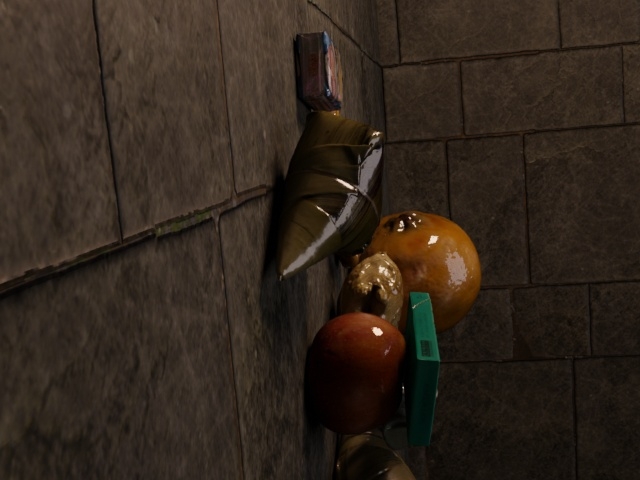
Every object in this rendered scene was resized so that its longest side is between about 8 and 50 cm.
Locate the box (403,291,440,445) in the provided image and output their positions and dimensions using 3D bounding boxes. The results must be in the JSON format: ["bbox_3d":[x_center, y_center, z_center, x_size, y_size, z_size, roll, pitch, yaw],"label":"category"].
[{"bbox_3d":[0.164,0.207,1.336,0.226,0.042,0.161,-83,178,-66],"label":"box"}]

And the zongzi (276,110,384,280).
[{"bbox_3d":[0.000,0.000,1.190,0.274,0.145,0.300,83,25,-56],"label":"zongzi"}]

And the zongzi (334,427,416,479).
[{"bbox_3d":[0.123,0.630,1.527,0.467,0.218,0.500,-107,-163,-63],"label":"zongzi"}]

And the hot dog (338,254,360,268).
[{"bbox_3d":[0.059,-0.010,1.732,0.090,0.060,0.140,51,43,-82],"label":"hot dog"}]

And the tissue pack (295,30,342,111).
[{"bbox_3d":[0.001,-0.295,1.425,0.155,0.065,0.115,-3,88,-82],"label":"tissue pack"}]

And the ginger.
[{"bbox_3d":[0.111,0.202,1.649,0.236,0.166,0.375,-95,170,-50],"label":"ginger"}]

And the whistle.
[{"bbox_3d":[0.149,0.311,1.510,0.346,0.142,0.133,-45,153,-82],"label":"whistle"}]

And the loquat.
[{"bbox_3d":[0.228,0.079,1.946,0.328,0.328,0.328,-3,90,-81],"label":"loquat"}]

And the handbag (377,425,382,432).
[{"bbox_3d":[0.134,0.396,1.949,0.254,0.089,0.211,66,24,-55],"label":"handbag"}]

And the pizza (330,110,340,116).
[{"bbox_3d":[0.011,-0.284,1.583,0.184,0.036,0.176,-85,168,-45],"label":"pizza"}]

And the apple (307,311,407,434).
[{"bbox_3d":[0.066,0.218,1.330,0.201,0.162,0.201,-5,90,-82],"label":"apple"}]
